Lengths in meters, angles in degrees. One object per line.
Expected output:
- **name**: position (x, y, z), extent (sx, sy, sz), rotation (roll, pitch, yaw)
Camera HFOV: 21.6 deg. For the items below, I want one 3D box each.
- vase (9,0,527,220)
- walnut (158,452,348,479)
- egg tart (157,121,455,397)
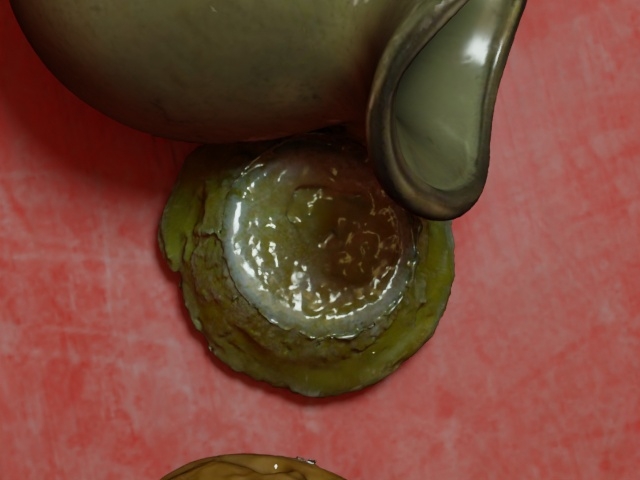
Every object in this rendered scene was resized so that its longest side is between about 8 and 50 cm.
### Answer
- **vase**: position (0.010, -0.175, 0.972), extent (0.302, 0.240, 0.329), rotation (22, 36, 24)
- **walnut**: position (-0.029, 0.210, 1.000), extent (0.211, 0.087, 0.167), rotation (5, 79, -6)
- **egg tart**: position (0.000, 0.000, 1.035), extent (0.197, 0.078, 0.197), rotation (1, 84, -9)
